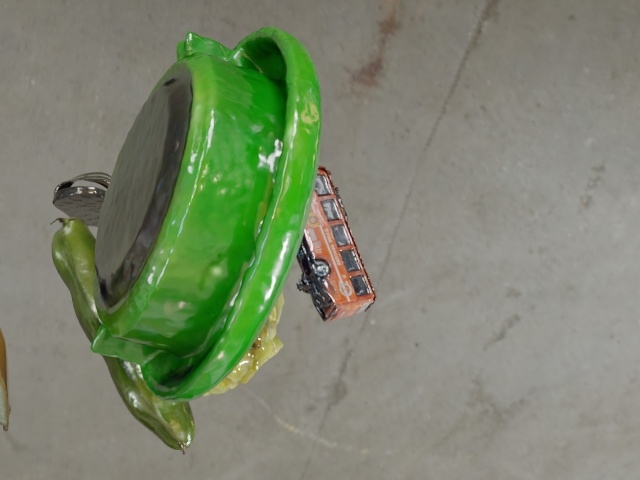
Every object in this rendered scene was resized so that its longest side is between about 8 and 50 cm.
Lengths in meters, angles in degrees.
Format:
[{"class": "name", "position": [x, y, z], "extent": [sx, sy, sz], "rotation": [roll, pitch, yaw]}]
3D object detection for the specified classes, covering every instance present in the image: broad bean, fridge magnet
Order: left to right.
[{"class": "broad bean", "position": [-0.171, 0.070, 0.953], "extent": [0.046, 0.254, 0.065], "rotation": [-36, 155, 6]}, {"class": "fridge magnet", "position": [-0.062, -0.017, 0.617], "extent": [0.088, 0.208, 0.208], "rotation": [17, 119, -23]}]

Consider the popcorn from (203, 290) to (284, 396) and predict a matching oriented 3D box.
[{"class": "popcorn", "position": [-0.127, 0.073, 1.224], "extent": [0.167, 0.186, 0.187], "rotation": [-2, 159, 12]}]

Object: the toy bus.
[{"class": "toy bus", "position": [0.000, 0.000, 1.655], "extent": [0.096, 0.235, 0.073], "rotation": [-8, 157, -26]}]

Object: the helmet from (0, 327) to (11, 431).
[{"class": "helmet", "position": [-0.315, 0.078, 0.787], "extent": [0.224, 0.130, 0.198], "rotation": [-24, 142, 32]}]

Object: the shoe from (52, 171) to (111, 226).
[{"class": "shoe", "position": [-0.270, -0.055, 1.347], "extent": [0.071, 0.179, 0.049], "rotation": [2, 80, -3]}]
